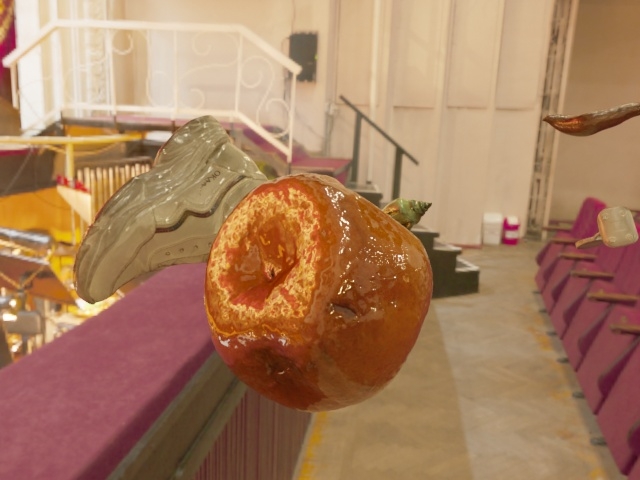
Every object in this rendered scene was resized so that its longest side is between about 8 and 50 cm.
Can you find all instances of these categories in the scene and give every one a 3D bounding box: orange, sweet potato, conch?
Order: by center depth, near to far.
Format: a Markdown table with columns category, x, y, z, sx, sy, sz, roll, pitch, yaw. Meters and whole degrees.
| category | x | y | z | sx | sy | sz | roll | pitch | yaw |
| --- | --- | --- | --- | --- | --- | --- | --- | --- | --- |
| orange | 0.000 | 0.060 | 0.621 | 0.183 | 0.249 | 0.249 | 21 | -3 | -43 |
| sweet potato | 0.644 | -0.277 | 1.384 | 0.249 | 0.059 | 0.069 | -7 | 43 | 28 |
| conch | 0.212 | -0.062 | 1.618 | 0.079 | 0.095 | 0.200 | -9 | -21 | -42 |

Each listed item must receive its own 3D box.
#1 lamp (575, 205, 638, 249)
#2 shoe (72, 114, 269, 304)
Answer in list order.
| category | x | y | z | sx | sy | sz | roll | pitch | yaw |
| --- | --- | --- | --- | --- | --- | --- | --- | --- | --- |
| lamp | 0.423 | 0.001 | 0.900 | 0.050 | 0.056 | 0.198 | -13 | -15 | 12 |
| shoe | -0.205 | -0.016 | 0.915 | 0.210 | 0.342 | 0.132 | 38 | -20 | -2 |
